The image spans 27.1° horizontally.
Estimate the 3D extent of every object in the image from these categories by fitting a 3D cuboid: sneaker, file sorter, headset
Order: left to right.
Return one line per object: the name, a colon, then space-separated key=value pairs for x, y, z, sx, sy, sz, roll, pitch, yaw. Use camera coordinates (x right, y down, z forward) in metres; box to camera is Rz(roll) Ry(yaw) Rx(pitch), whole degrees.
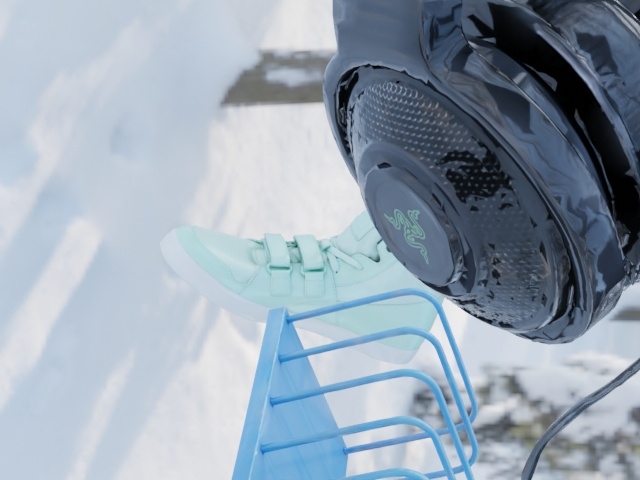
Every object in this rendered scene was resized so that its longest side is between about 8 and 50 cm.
sneaker: x=0.000 y=0.000 z=1.135 sx=0.151 sy=0.256 sz=0.094 roll=-62 pitch=-157 yaw=21
file sorter: x=0.028 y=0.122 z=0.736 sx=0.170 sy=0.104 sz=0.118 roll=-81 pitch=153 yaw=-58
headset: x=0.135 y=-0.033 z=0.480 sx=0.243 sy=0.185 sz=0.394 roll=-14 pitch=114 yaw=-30
